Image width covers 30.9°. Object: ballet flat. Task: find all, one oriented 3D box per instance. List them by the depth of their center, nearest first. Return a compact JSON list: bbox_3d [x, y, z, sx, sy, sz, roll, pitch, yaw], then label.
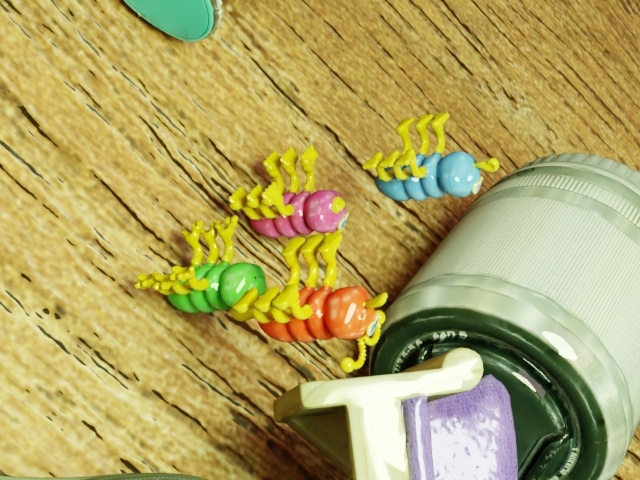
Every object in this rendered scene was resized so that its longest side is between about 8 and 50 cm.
[{"bbox_3d":[-0.168,-0.262,0.938,0.241,0.091,0.077,40,34,-24],"label":"ballet flat"}]

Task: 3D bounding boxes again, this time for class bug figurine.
[{"bbox_3d":[0.000,0.000,0.868,0.279,0.216,0.072,-48,126,-45],"label":"bug figurine"}]

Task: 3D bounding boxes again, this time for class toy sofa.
[{"bbox_3d":[0.081,0.257,0.744,0.177,0.150,0.362,-5,79,-9],"label":"toy sofa"}]

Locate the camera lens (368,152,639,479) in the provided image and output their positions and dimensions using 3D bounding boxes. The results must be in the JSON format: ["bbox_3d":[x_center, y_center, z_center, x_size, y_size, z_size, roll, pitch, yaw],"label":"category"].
[{"bbox_3d":[0.184,0.073,0.989,0.219,0.219,0.274,52,44,-9],"label":"camera lens"}]

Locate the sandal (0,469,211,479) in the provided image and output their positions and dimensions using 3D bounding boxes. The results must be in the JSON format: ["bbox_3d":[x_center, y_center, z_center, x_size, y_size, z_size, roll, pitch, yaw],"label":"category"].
[{"bbox_3d":[-0.188,0.181,0.660,0.303,0.086,0.120,9,78,-13],"label":"sandal"}]
